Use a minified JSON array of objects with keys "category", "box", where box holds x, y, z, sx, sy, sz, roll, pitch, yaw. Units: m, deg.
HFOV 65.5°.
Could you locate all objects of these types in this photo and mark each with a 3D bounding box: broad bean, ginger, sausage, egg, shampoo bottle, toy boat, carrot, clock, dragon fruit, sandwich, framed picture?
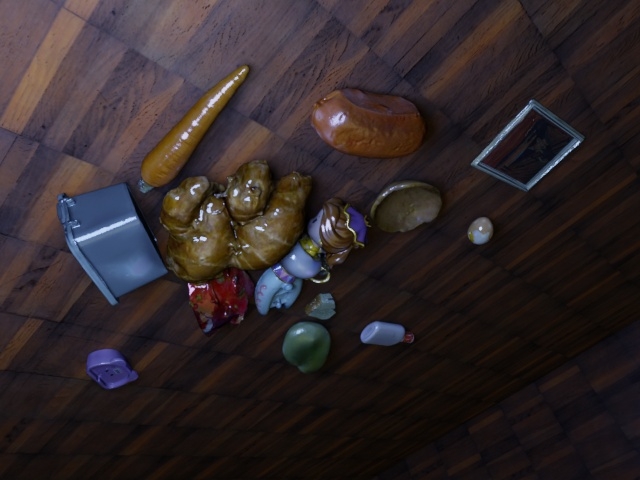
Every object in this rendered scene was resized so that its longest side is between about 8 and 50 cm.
[{"category":"broad bean","box":[-0.039,0.353,1.654,0.169,0.100,0.228,-33,139,3]},{"category":"ginger","box":[-0.180,-0.049,1.085,0.357,0.152,0.274,-14,129,-9]},{"category":"sausage","box":[0.103,-0.231,1.017,0.258,0.133,0.133,1,136,-28]},{"category":"egg","box":[0.472,-0.031,1.462,0.071,0.071,0.083,-10,137,-14]},{"category":"shampoo bottle","box":[0.252,0.343,1.807,0.220,0.051,0.108,15,126,-36]},{"category":"toy boat","box":[-0.110,0.144,1.378,0.134,0.079,0.208,-12,144,-27]},{"category":"carrot","box":[-0.247,-0.207,0.937,0.336,0.069,0.069,-44,136,21]},{"category":"clock","box":[-0.603,0.369,1.445,0.110,0.050,0.153,-17,141,-6]},{"category":"dragon fruit","box":[-0.248,0.152,1.297,0.161,0.126,0.274,-15,141,-7]},{"category":"sandwich","box":[0.012,0.208,1.553,0.093,0.036,0.105,-39,139,19]},{"category":"framed picture","box":[0.548,-0.234,1.304,0.273,0.016,0.216,14,130,-36]}]

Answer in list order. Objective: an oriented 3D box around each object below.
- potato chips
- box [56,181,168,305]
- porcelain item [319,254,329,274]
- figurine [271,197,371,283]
[{"category":"potato chips","box":[0.218,-0.097,1.274,0.208,0.062,0.195,-2,143,-25]},{"category":"box","box":[-0.419,0.001,1.029,0.135,0.163,0.243,-23,141,-12]},{"category":"porcelain item","box":[0.014,0.064,1.395,0.036,0.028,0.083,-21,143,-28]},{"category":"figurine","box":[0.000,0.000,1.219,0.263,0.142,0.189,-35,105,20]}]
